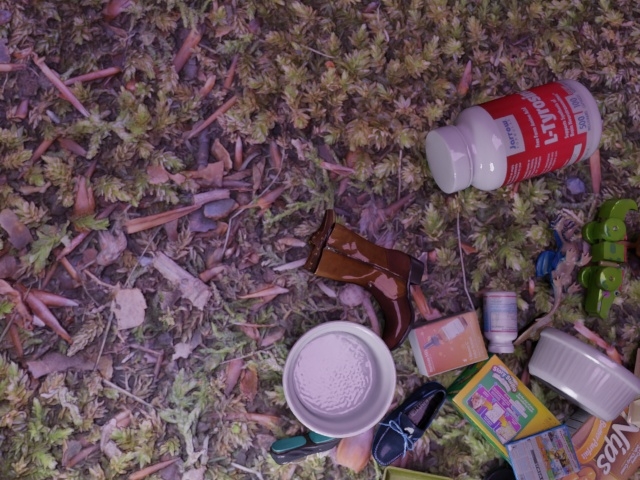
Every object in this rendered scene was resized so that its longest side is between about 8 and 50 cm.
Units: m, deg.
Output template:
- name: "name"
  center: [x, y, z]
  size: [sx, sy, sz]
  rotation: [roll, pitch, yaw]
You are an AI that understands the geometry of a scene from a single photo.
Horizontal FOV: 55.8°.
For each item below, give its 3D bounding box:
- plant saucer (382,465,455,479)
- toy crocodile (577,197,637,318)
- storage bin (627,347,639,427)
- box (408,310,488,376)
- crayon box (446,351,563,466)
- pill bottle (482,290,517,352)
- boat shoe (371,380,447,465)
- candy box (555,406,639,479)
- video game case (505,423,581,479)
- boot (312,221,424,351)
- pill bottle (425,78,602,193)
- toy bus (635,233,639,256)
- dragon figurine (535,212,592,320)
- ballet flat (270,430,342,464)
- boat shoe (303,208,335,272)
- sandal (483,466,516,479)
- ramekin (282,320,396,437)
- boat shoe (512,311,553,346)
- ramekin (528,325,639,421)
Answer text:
- name: "plant saucer"
  center: [0.233, 0.680, 1.543]
  size: [0.189, 0.045, 0.188]
  rotation: [13, 82, -6]
- name: "toy crocodile"
  center: [0.784, 0.045, 1.649]
  size: [0.105, 0.115, 0.340]
  rotation: [11, 82, -6]
- name: "storage bin"
  center: [0.966, 0.414, 1.583]
  size: [0.262, 0.123, 0.260]
  rotation: [30, 62, -9]
- name: "box"
  center: [0.329, 0.267, 1.581]
  size: [0.171, 0.091, 0.130]
  rotation: [-16, 85, -9]
- name: "crayon box"
  center: [0.480, 0.448, 1.582]
  size: [0.165, 0.081, 0.278]
  rotation: [-43, 90, -10]
- name: "pill bottle"
  center: [0.478, 0.216, 1.607]
  size: [0.087, 0.087, 0.160]
  rotation: [1, 84, -7]
- name: "boat shoe"
  center: [0.222, 0.462, 1.545]
  size: [0.109, 0.089, 0.258]
  rotation: [37, 81, -1]
- name: "candy box"
  center: [0.711, 0.567, 1.592]
  size: [0.316, 0.087, 0.183]
  rotation: [-42, 89, -10]
- name: "video game case"
  center: [0.562, 0.547, 1.528]
  size: [0.166, 0.015, 0.119]
  rotation: [-16, 83, -7]
- name: "boot"
  center: [0.114, 0.120, 1.535]
  size: [0.281, 0.096, 0.264]
  rotation: [22, 80, -19]
- name: "pill bottle"
  center: [0.498, -0.265, 1.595]
  size: [0.408, 0.229, 0.228]
  rotation: [-18, 86, -9]
- name: "toy bus"
  center: [1.020, 0.070, 1.667]
  size: [0.333, 0.130, 0.108]
  rotation: [27, 82, -3]
- name: "dragon figurine"
  center: [0.646, 0.075, 1.644]
  size: [0.085, 0.144, 0.289]
  rotation: [13, 101, -7]
- name: "ballet flat"
  center: [-0.027, 0.519, 1.525]
  size: [0.203, 0.074, 0.074]
  rotation: [-12, 85, -14]
- name: "boat shoe"
  center: [0.000, 0.000, 1.586]
  size: [0.060, 0.064, 0.177]
  rotation: [13, 84, -7]
- name: "sandal"
  center: [0.539, 0.684, 1.574]
  size: [0.254, 0.054, 0.097]
  rotation: [40, 80, -1]
- name: "ramekin"
  center: [0.040, 0.338, 1.515]
  size: [0.277, 0.135, 0.277]
  rotation: [1, 84, -7]
- name: "boat shoe"
  center: [0.575, 0.248, 1.633]
  size: [0.135, 0.050, 0.045]
  rotation: [-36, 83, -10]
- name: "ramekin"
  center: [0.654, 0.342, 1.523]
  size: [0.273, 0.273, 0.127]
  rotation: [34, 86, -2]
